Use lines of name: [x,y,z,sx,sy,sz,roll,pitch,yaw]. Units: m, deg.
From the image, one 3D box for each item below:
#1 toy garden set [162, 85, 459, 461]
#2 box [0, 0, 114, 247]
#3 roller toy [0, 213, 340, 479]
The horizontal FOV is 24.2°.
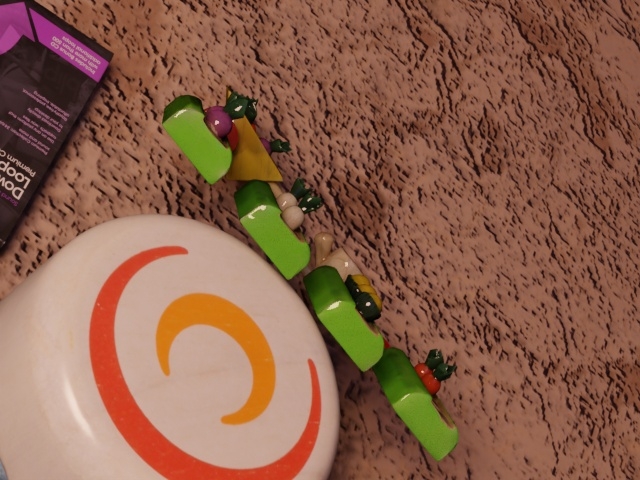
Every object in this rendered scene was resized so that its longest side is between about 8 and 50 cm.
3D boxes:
toy garden set: [0.000,0.000,0.914,0.049,0.204,0.244,-39,101,2]
box: [-0.209,-0.084,0.906,0.116,0.029,0.162,33,56,-16]
roller toy: [-0.100,0.093,0.820,0.191,0.146,0.209,43,43,-12]
